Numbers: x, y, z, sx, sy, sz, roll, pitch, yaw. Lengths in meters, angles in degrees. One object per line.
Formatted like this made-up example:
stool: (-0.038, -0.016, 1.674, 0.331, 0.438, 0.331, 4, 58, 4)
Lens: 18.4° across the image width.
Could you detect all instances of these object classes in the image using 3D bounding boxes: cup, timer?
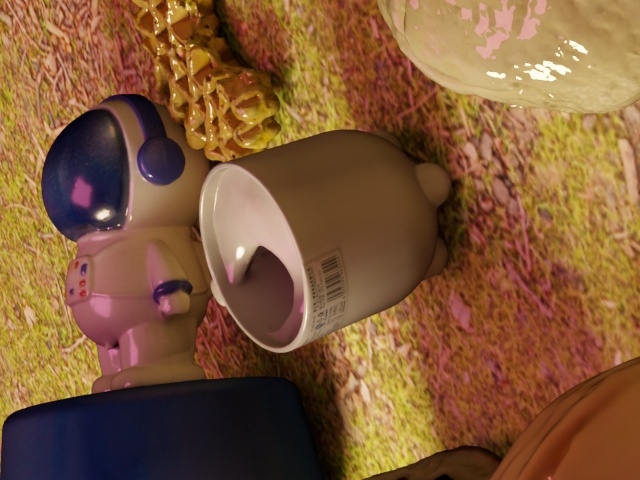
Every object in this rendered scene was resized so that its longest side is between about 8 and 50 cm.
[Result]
cup: (0.007, 0.005, 1.369, 0.134, 0.142, 0.173, 49, 144, 33)
timer: (-0.147, 0.071, 1.609, 0.270, 0.270, 0.384, -24, 72, 61)

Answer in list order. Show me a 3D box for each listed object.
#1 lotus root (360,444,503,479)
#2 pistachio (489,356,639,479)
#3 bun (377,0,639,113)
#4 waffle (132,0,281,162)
lotus root: (0.089, 0.332, 1.335, 0.250, 0.250, 0.346, -3, 105, 60)
pistachio: (0.176, 0.213, 1.119, 0.229, 0.238, 0.321, 33, 101, 54)
bun: (0.107, -0.181, 1.046, 0.244, 0.153, 0.244, 3, 94, 50)
waffle: (-0.088, -0.144, 1.534, 0.194, 0.051, 0.149, 66, 154, 10)
